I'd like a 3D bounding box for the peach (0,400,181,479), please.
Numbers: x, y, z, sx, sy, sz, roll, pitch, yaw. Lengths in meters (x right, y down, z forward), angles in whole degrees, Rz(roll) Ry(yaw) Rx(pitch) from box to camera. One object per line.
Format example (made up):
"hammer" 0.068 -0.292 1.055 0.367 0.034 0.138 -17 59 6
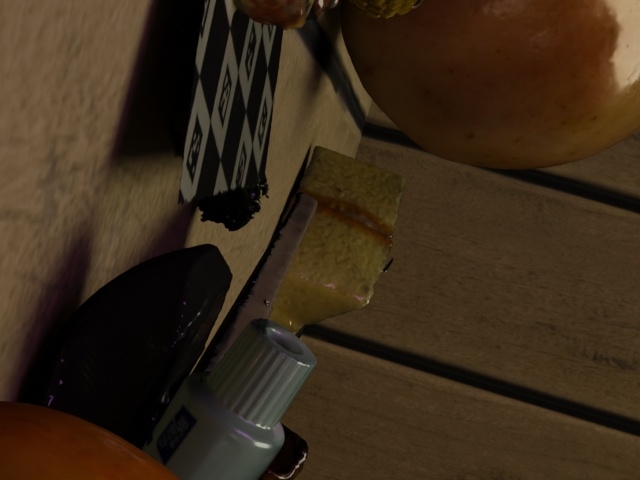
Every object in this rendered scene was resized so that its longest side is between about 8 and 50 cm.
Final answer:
"peach" -0.083 0.103 0.343 0.138 0.138 0.138 17 90 -87

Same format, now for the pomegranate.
"pomegranate" 0.203 -0.267 1.496 0.411 0.411 0.411 17 90 -87

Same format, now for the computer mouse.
"computer mouse" -0.099 0.071 0.610 0.172 0.057 0.099 -60 178 -4

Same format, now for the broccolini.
"broccolini" -0.059 -0.045 0.829 0.218 0.042 0.044 82 24 -79

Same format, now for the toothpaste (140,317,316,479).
"toothpaste" -0.097 0.158 0.589 0.297 0.048 0.075 -55 176 13

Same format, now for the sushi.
"sushi" -0.009 -0.147 0.736 0.290 0.050 0.264 -52 151 -82

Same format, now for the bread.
"bread" 0.000 0.000 1.649 0.266 0.178 0.142 -74 147 -52

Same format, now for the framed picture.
"framed picture" -0.089 0.122 0.793 0.247 0.022 0.335 -58 -177 20

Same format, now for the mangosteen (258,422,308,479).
"mangosteen" -0.046 0.244 0.912 0.231 0.231 0.289 -62 164 -76

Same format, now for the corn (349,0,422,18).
"corn" 0.071 -0.305 1.173 0.318 0.115 0.115 104 4 -64
